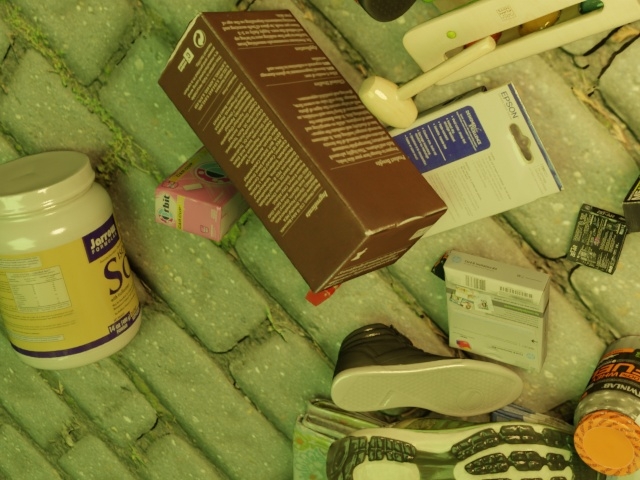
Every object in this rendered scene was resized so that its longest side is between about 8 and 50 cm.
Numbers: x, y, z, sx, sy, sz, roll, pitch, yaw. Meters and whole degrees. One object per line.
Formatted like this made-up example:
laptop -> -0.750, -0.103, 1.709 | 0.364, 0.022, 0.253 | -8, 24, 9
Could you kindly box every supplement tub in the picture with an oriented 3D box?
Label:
supplement tub -> -0.463, 0.033, 1.741 | 0.241, 0.241, 0.331 | 6, 120, 30
supplement tub -> 0.411, 0.221, 1.333 | 0.117, 0.190, 0.117 | 15, 123, 24

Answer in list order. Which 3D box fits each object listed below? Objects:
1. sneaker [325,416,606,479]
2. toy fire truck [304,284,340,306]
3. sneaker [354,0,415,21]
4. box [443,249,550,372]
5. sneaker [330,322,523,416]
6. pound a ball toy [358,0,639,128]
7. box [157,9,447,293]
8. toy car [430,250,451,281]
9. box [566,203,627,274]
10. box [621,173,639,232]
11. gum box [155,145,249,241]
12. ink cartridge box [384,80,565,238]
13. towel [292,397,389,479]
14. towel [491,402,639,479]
sneaker -> 0.222, 0.318, 1.513 | 0.410, 0.182, 0.158 | 1, 103, 12
toy fire truck -> 0.000, 0.000, 1.556 | 0.135, 0.047, 0.192 | 40, 130, 5
sneaker -> 0.130, -0.398, 1.207 | 0.270, 0.145, 0.090 | -43, 132, 12
box -> 0.254, 0.104, 1.428 | 0.145, 0.038, 0.186 | 15, 140, 24
sneaker -> 0.159, 0.191, 1.541 | 0.296, 0.147, 0.104 | 1, 120, -4
pound a ball toy -> 0.220, -0.245, 1.172 | 0.319, 0.208, 0.136 | -15, 137, 37
box -> -0.026, -0.131, 1.340 | 0.381, 0.191, 0.143 | 52, 127, 17
toy car -> 0.158, 0.018, 1.471 | 0.122, 0.040, 0.060 | 25, 149, 15
box -> 0.374, -0.001, 1.338 | 0.067, 0.018, 0.083 | 20, 126, 21
box -> 0.459, -0.071, 1.131 | 0.184, 0.191, 0.045 | -8, 111, 34
gum box -> -0.161, -0.082, 1.523 | 0.107, 0.188, 0.062 | 17, 124, 14
ink cartridge box -> 0.170, -0.101, 1.379 | 0.333, 0.065, 0.165 | -18, 105, 40
towel -> 0.103, 0.474, 1.749 | 0.320, 0.090, 0.374 | 17, 124, 26
towel -> 0.397, 0.365, 1.532 | 0.285, 0.034, 0.209 | 14, 126, 27
